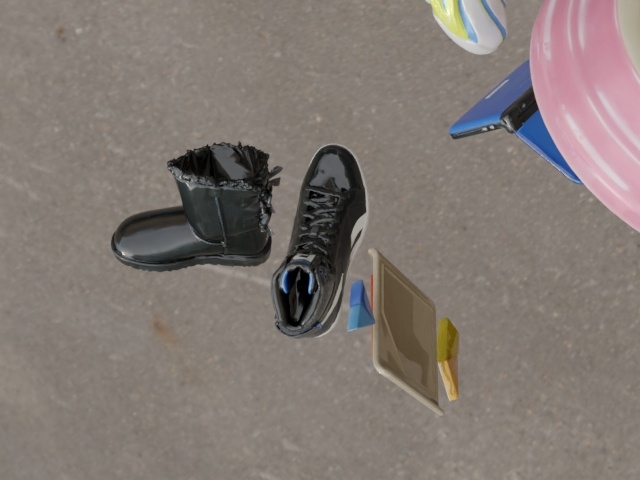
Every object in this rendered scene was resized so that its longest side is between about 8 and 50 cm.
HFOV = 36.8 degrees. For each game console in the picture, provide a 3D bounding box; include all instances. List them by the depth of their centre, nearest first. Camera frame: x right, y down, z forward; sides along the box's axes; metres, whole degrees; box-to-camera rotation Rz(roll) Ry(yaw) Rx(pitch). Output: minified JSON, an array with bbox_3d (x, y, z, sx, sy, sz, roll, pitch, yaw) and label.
[{"bbox_3d":[0.435,-0.231,1.811,0.250,0.293,0.173,-8,118,56],"label":"game console"}]

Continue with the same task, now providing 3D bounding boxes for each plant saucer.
[{"bbox_3d":[0.345,-0.139,0.811,0.332,0.332,0.084,46,153,10],"label":"plant saucer"}]

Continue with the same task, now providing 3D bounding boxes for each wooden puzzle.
[{"bbox_3d":[0.043,0.048,0.494,0.014,0.079,0.116,-20,136,25],"label":"wooden puzzle"}]

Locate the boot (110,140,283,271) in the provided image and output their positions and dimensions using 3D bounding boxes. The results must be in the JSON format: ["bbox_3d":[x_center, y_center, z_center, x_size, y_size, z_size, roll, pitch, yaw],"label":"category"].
[{"bbox_3d":[-0.085,-0.022,0.643,0.121,0.045,0.099,1,147,0],"label":"boot"}]

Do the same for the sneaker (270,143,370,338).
[{"bbox_3d":[0.000,0.000,1.023,0.079,0.121,0.217,8,90,13],"label":"sneaker"}]

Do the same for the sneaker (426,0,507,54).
[{"bbox_3d":[0.133,-0.272,0.790,0.126,0.091,0.240,-8,120,37],"label":"sneaker"}]
